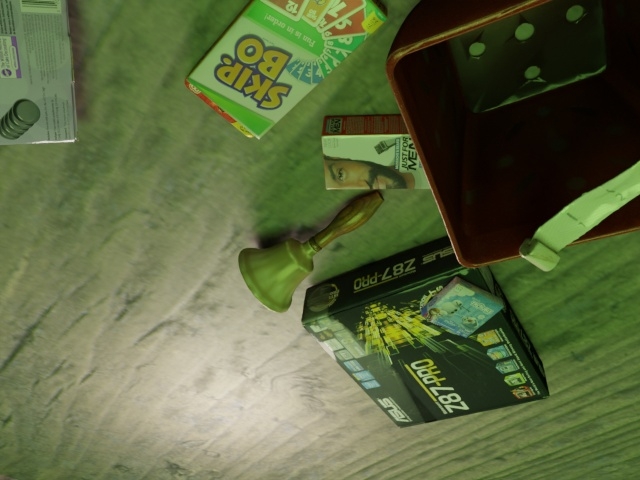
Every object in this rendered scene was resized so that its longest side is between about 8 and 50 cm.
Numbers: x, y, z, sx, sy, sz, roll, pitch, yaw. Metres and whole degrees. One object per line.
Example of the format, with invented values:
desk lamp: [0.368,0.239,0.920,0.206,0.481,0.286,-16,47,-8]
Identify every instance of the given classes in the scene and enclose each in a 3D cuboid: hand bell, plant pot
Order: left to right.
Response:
hand bell: [0.000,0.000,0.844,0.242,0.126,0.126,-36,121,18]
plant pot: [0.231,-0.170,0.545,0.267,0.236,0.267,-15,130,20]

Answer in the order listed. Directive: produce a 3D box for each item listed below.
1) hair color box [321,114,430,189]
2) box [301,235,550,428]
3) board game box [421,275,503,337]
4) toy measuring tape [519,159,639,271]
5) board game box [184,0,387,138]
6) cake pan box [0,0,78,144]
hair color box: [0.089,-0.121,0.733,0.167,0.053,0.093,1,134,8]
box: [0.201,0.188,0.982,0.318,0.097,0.395,-20,127,25]
board game box: [0.221,0.106,0.832,0.090,0.020,0.090,26,127,-15]
toy measuring tape: [0.302,-0.045,0.415,0.121,0.121,0.330,29,130,-20]
board game box: [-0.055,-0.233,0.658,0.124,0.039,0.259,37,129,-25]
cake pan box: [-0.420,-0.227,0.606,0.246,0.070,0.267,-11,142,-28]
